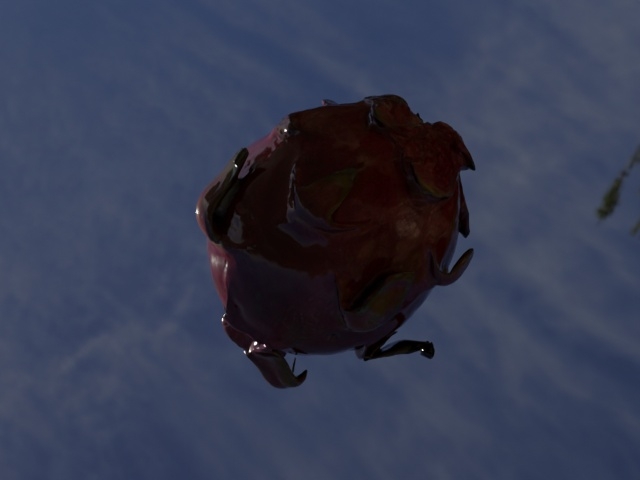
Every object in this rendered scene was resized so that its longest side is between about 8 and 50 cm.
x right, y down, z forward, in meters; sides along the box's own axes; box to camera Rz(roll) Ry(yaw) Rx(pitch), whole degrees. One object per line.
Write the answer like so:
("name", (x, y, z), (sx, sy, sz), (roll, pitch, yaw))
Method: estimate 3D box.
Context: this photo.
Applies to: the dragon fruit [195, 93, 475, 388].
("dragon fruit", (0.000, 0.000, 0.699), (0.133, 0.166, 0.136), (13, -135, -38))
